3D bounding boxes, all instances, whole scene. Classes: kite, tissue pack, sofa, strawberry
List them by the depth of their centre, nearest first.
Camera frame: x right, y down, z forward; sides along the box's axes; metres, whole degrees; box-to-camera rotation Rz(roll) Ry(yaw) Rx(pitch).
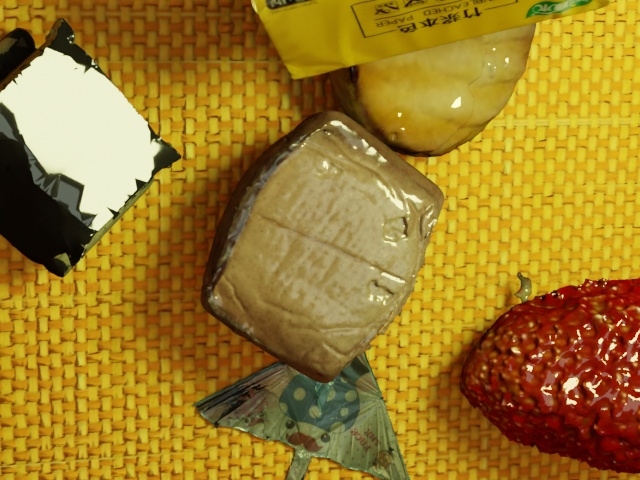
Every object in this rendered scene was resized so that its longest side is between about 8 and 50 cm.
[{"bbox_3d":[0.109,-0.374,1.591,0.382,0.228,0.293,-13,69,10],"label":"tissue pack"},{"bbox_3d":[-0.329,-0.111,1.727,0.200,0.182,0.258,-48,110,-21],"label":"sofa"},{"bbox_3d":[0.374,0.159,1.925,0.343,0.292,0.292,21,95,-4],"label":"strawberry"},{"bbox_3d":[-0.016,0.263,1.950,0.335,0.011,0.314,20,96,-18],"label":"kite"}]

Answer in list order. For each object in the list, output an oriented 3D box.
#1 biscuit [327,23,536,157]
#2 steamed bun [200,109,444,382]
[{"bbox_3d":[0.134,-0.253,1.816,0.296,0.102,0.296,-13,115,-29],"label":"biscuit"},{"bbox_3d":[0.000,0.000,1.807,0.251,0.199,0.301,33,97,-4],"label":"steamed bun"}]
